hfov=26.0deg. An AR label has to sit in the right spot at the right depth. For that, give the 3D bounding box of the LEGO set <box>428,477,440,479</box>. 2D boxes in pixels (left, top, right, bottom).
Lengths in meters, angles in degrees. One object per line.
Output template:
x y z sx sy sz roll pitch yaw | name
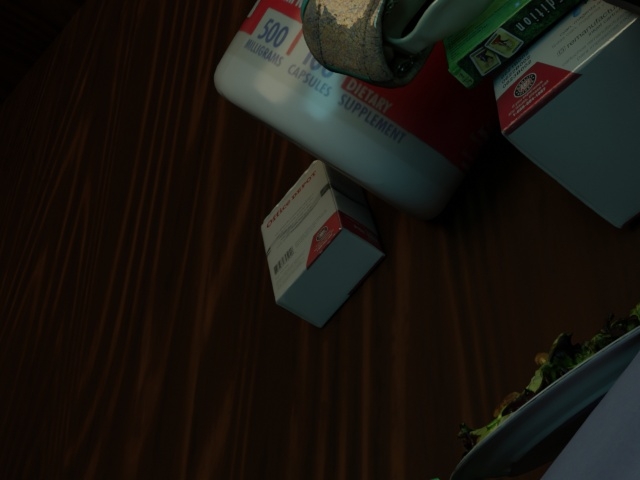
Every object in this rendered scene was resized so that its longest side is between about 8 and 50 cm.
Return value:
0.035 0.318 0.784 0.255 0.192 0.331 -24 34 3 | LEGO set

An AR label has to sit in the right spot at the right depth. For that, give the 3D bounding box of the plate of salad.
0.152 0.076 0.783 0.200 0.200 0.048 -44 69 30 | plate of salad

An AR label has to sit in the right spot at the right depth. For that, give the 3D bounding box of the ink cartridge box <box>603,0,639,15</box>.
0.216 -0.208 0.704 0.197 0.114 0.273 -57 23 9 | ink cartridge box

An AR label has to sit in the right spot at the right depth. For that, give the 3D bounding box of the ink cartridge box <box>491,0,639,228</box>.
0.203 -0.128 0.966 0.128 0.127 0.176 -42 28 28 | ink cartridge box

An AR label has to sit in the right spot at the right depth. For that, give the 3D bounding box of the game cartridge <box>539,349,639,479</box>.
0.180 0.115 0.588 0.355 0.068 0.230 -52 17 -3 | game cartridge

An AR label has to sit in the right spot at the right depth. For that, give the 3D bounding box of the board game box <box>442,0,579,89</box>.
0.183 -0.222 0.934 0.260 0.030 0.136 -38 32 25 | board game box

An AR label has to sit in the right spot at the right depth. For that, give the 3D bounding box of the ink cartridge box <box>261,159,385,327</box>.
0.000 0.000 1.293 0.099 0.056 0.135 -49 26 20 | ink cartridge box

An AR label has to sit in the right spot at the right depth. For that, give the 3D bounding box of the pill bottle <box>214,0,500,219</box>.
0.106 -0.241 1.161 0.407 0.229 0.229 -58 24 2 | pill bottle

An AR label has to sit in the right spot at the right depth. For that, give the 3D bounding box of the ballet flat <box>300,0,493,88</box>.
0.116 -0.230 0.932 0.316 0.107 0.106 -54 47 8 | ballet flat
